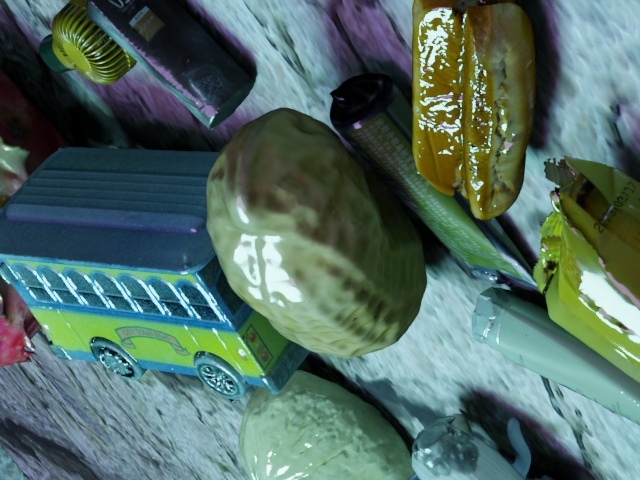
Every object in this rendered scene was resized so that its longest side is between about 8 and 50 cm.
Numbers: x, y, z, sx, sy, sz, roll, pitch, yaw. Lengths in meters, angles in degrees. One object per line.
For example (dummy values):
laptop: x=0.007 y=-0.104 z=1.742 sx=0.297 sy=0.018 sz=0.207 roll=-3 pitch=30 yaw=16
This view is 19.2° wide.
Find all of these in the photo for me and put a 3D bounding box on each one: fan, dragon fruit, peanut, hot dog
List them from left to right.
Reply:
dragon fruit: x=-0.363 y=-0.045 z=1.957 sx=0.371 sy=0.249 sz=0.386 roll=61 pitch=167 yaw=11
fan: x=-0.222 y=-0.176 z=1.737 sx=0.082 sy=0.039 sz=0.155 roll=50 pitch=160 yaw=-16
peanut: x=0.000 y=0.000 z=1.466 sx=0.140 sy=0.153 sz=0.325 roll=23 pitch=164 yaw=23
hot dog: x=0.102 y=-0.091 z=1.255 sx=0.092 sy=0.062 sz=0.236 roll=36 pitch=156 yaw=20

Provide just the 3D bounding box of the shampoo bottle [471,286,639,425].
shampoo bottle: x=0.207 y=0.098 z=1.437 sx=0.212 sy=0.049 sz=0.072 roll=29 pitch=180 yaw=38

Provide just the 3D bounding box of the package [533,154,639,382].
package: x=0.230 y=0.042 z=1.231 sx=0.226 sy=0.090 sz=0.168 roll=35 pitch=155 yaw=17

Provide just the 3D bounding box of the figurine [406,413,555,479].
figurine: x=0.146 y=0.235 z=1.729 sx=0.184 sy=0.128 sz=0.208 roll=53 pitch=166 yaw=-30

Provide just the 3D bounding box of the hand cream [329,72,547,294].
hand cream: x=0.084 y=-0.041 z=1.421 sx=0.235 sy=0.055 sz=0.086 roll=47 pitch=164 yaw=-31

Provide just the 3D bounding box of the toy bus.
toy bus: x=-0.146 y=0.023 z=1.742 sx=0.312 sy=0.152 sz=0.190 roll=4 pitch=138 yaw=43

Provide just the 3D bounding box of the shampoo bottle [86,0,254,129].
shampoo bottle: x=-0.145 y=-0.181 z=1.558 sx=0.207 sy=0.057 sz=0.063 roll=45 pitch=167 yaw=4

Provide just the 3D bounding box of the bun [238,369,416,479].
bun: x=0.002 y=0.243 z=1.990 sx=0.220 sy=0.134 sz=0.220 roll=33 pitch=155 yaw=18
